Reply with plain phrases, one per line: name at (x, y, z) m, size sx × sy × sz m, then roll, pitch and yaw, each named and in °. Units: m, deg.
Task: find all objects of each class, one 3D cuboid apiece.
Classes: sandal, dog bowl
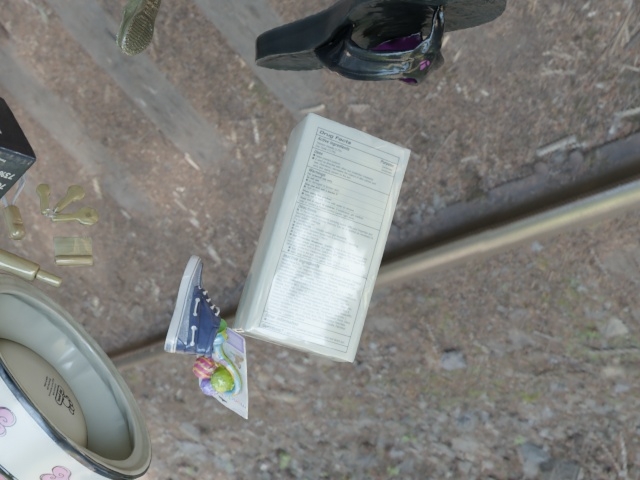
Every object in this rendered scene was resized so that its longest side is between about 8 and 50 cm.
sandal at (0.069, -0.242, 0.985) m, size 0.446 × 0.168 × 0.107 m, roll 2°, pitch 94°, yaw 59°
dog bowl at (-0.461, 0.255, 1.253) m, size 0.408 × 0.150 × 0.408 m, roll 52°, pitch 179°, yaw 1°

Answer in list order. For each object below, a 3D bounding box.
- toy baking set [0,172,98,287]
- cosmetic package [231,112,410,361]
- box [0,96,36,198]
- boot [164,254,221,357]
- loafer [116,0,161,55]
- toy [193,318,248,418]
toy baking set at (-0.479, -0.032, 1.240) m, size 0.256 × 0.196 × 0.030 m, roll 21°, pitch 140°, yaw -13°
cosmetic package at (0.000, 0.000, 1.079) m, size 0.160 × 0.309 × 0.113 m, roll 20°, pitch 168°, yaw -14°
box at (-0.446, -0.074, 0.839) m, size 0.207 × 0.153 × 0.108 m, roll -41°, pitch 66°, yaw 13°
boot at (-0.216, 0.120, 1.388) m, size 0.086 × 0.190 × 0.069 m, roll 13°, pitch 152°, yaw -6°
loafer at (-0.321, -0.384, 1.350) m, size 0.050 × 0.148 × 0.056 m, roll -2°, pitch 149°, yaw 34°
toy at (-0.209, 0.252, 1.511) m, size 0.137 × 0.056 × 0.237 m, roll 28°, pitch 132°, yaw 28°
